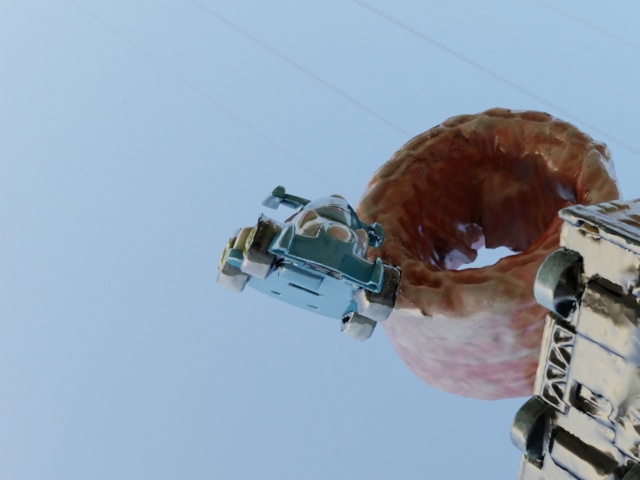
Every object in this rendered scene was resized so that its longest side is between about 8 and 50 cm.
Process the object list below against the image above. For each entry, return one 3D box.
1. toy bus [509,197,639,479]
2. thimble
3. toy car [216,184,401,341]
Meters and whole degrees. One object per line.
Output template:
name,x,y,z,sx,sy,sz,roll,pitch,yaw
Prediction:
toy bus,0.181,0.082,0.546,0.114,0.201,0.098,-12,-153,-33
thimble,0.152,0.010,0.835,0.239,0.162,0.239,-13,-136,13
toy car,0.000,0.000,0.690,0.126,0.161,0.098,19,-107,-4
